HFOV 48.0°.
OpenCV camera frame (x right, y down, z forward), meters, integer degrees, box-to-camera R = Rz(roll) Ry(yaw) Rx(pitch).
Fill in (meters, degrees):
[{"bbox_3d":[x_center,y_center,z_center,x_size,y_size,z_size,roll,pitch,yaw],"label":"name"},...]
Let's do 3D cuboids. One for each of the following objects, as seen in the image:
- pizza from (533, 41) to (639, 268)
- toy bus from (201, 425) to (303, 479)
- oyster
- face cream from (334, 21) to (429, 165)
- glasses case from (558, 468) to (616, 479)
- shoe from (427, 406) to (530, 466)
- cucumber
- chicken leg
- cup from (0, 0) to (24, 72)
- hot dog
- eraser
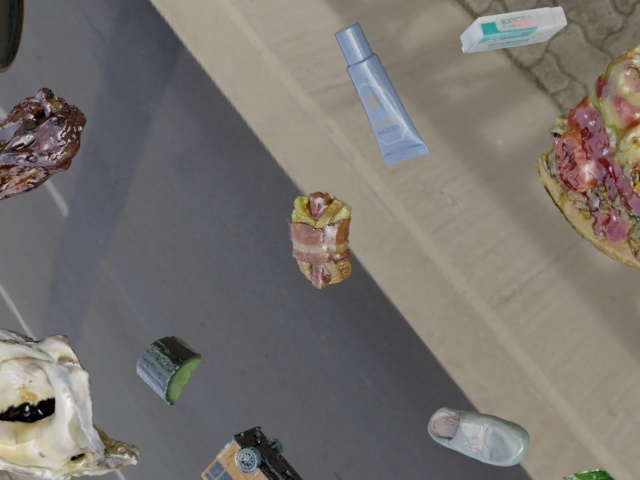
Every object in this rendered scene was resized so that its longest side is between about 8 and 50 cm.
[{"bbox_3d":[0.524,-0.178,1.323,0.440,0.130,0.406,-121,23,-56],"label":"pizza"},{"bbox_3d":[-0.072,0.364,1.013,0.182,0.091,0.103,44,102,19],"label":"toy bus"},{"bbox_3d":[-0.382,0.213,0.935,0.100,0.275,0.271,-98,11,-54],"label":"oyster"},{"bbox_3d":[0.150,-0.379,1.878,0.135,0.086,0.385,-14,114,35],"label":"face cream"},{"bbox_3d":[0.276,0.385,0.821,0.062,0.095,0.272,-126,32,-55],"label":"glasses case"},{"bbox_3d":[0.260,0.333,1.245,0.195,0.079,0.078,3,157,47],"label":"shoe"},{"bbox_3d":[-0.302,0.247,1.406,0.115,0.116,0.062,28,177,42],"label":"cucumber"},{"bbox_3d":[-0.243,-0.064,0.537,0.205,0.093,0.053,-9,145,28],"label":"chicken leg"},{"bbox_3d":[-0.493,-0.308,0.885,0.239,0.177,0.166,-137,54,-83],"label":"cup"},{"bbox_3d":[0.000,0.000,1.545,0.146,0.103,0.213,-3,100,16],"label":"hot dog"},{"bbox_3d":[0.441,-0.482,1.648,0.095,0.225,0.052,142,115,-72],"label":"eraser"}]
